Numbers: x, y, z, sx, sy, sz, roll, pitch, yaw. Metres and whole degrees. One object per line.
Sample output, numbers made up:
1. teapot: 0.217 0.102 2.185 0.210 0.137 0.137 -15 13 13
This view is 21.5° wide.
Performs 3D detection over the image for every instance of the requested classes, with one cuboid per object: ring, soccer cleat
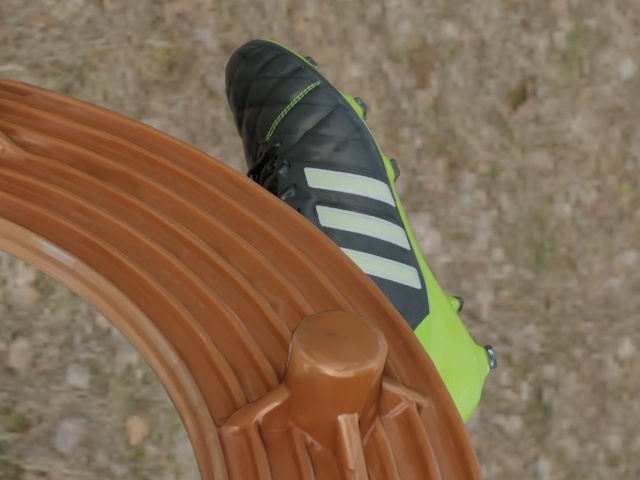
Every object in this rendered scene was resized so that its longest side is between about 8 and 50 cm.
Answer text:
1. ring: -0.130 0.046 0.325 0.336 0.336 0.032 -36 145 -43
2. soccer cleat: 0.000 0.000 0.657 0.072 0.060 0.179 -21 74 -29
